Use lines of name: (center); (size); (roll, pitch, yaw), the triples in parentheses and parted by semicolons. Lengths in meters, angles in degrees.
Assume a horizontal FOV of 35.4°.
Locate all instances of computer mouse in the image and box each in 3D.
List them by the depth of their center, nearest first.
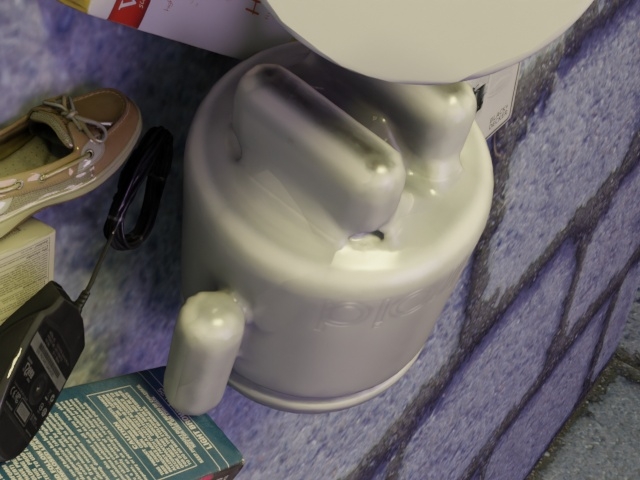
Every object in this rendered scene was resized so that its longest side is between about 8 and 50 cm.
computer mouse: (-0.152, 0.023, 0.600); (0.071, 0.041, 0.242); (86, 23, -53)

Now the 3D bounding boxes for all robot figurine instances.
robot figurine: (0.000, 0.000, 0.718); (0.300, 0.200, 0.353); (-40, 162, -26)

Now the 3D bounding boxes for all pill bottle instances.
pill bottle: (0.061, -0.209, 0.466); (0.334, 0.187, 0.188); (-73, 173, -54)

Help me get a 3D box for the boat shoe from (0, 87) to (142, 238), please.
boat shoe: (-0.165, -0.050, 0.572); (0.153, 0.056, 0.048); (-36, 150, -30)

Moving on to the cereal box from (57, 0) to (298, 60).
cereal box: (-0.053, -0.205, 0.630); (0.240, 0.047, 0.173); (-2, 117, -62)

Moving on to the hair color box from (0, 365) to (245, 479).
hair color box: (-0.214, 0.193, 0.617); (0.174, 0.105, 0.347); (-53, 158, 20)

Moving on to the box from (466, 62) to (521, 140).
box: (0.119, -0.208, 0.904); (0.169, 0.087, 0.290); (-42, 149, -36)

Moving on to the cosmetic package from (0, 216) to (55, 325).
cosmetic package: (-0.199, 0.042, 0.615); (0.060, 0.041, 0.115); (-31, 141, -50)
